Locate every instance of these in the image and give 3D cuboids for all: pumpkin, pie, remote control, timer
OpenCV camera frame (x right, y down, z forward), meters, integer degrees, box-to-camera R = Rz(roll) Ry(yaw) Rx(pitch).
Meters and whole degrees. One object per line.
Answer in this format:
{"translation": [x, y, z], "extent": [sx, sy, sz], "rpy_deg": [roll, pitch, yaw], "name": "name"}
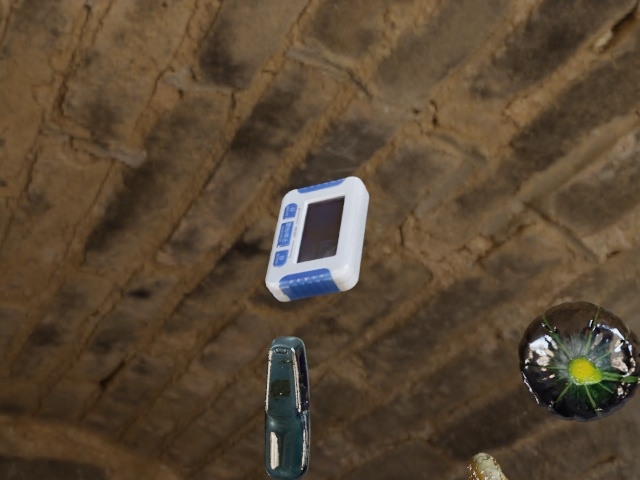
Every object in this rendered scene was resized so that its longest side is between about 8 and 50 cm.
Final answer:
{"translation": [0.629, 0.289, 2.199], "extent": [0.296, 0.295, 0.296], "rpy_deg": [-3, -31, -2], "name": "pumpkin"}
{"translation": [0.283, 0.433, 1.456], "extent": [0.046, 0.195, 0.195], "rpy_deg": [-18, -29, -10], "name": "pie"}
{"translation": [-0.053, 0.259, 1.388], "extent": [0.072, 0.221, 0.042], "rpy_deg": [0, 0, 22], "name": "remote control"}
{"translation": [0.000, 0.000, 1.722], "extent": [0.178, 0.253, 0.078], "rpy_deg": [-10, -44, 24], "name": "timer"}
